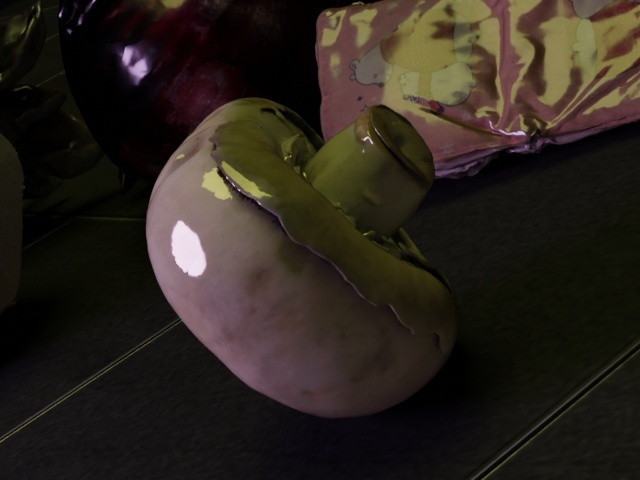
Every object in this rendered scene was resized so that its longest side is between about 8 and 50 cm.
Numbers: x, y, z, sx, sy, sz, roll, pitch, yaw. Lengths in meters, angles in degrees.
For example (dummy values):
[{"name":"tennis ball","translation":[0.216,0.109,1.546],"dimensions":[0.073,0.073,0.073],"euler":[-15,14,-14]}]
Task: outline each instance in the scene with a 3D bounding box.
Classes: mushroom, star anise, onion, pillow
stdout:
[{"name":"mushroom","translation":[0.000,0.000,0.673],"dimensions":[0.122,0.154,0.154],"euler":[-47,13,14]},{"name":"star anise","translation":[-0.273,-0.071,1.206],"dimensions":[0.212,0.282,0.129],"euler":[-29,61,-32]},{"name":"onion","translation":[-0.074,-0.141,1.092],"dimensions":[0.281,0.221,0.281],"euler":[-51,14,18]},{"name":"pillow","translation":[0.118,-0.106,0.912],"dimensions":[0.248,0.049,0.135],"euler":[-15,56,18]}]

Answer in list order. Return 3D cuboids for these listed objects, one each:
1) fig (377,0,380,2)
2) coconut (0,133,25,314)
[{"name":"fig","translation":[-0.020,-0.206,1.390],"dimensions":[0.191,0.190,0.290],"euler":[-22,-24,7]},{"name":"coconut","translation":[-0.292,-0.009,0.978],"dimensions":[0.230,0.227,0.227],"euler":[-9,23,43]}]
